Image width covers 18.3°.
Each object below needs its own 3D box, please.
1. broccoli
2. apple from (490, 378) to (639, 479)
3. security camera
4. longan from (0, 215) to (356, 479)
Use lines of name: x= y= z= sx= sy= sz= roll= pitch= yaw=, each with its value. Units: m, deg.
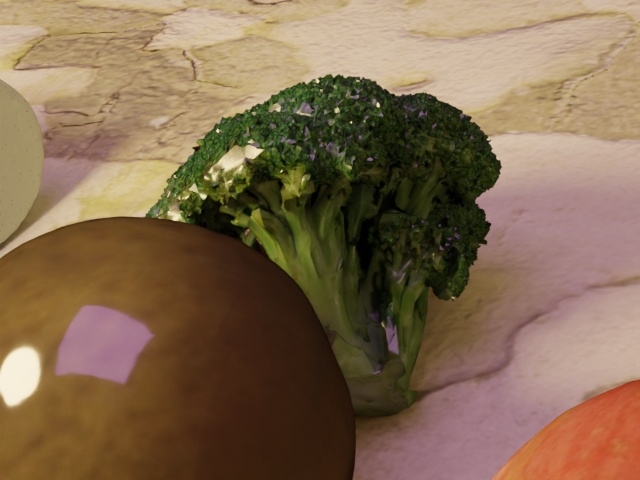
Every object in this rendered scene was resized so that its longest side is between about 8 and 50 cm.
broccoli: x=0.000 y=0.000 z=1.580 sx=0.307 sy=0.308 sz=0.275 roll=-16 pitch=58 yaw=5
apple: x=0.224 y=0.251 z=1.012 sx=0.363 sy=0.364 sz=0.364 roll=-13 pitch=34 yaw=9
security camera: x=-0.411 y=-0.093 z=1.950 sx=0.236 sy=0.195 sz=0.194 roll=19 pitch=49 yaw=41
longan: x=-0.128 y=0.129 z=1.395 sx=0.318 sy=0.319 sz=0.319 roll=-13 pitch=34 yaw=9
